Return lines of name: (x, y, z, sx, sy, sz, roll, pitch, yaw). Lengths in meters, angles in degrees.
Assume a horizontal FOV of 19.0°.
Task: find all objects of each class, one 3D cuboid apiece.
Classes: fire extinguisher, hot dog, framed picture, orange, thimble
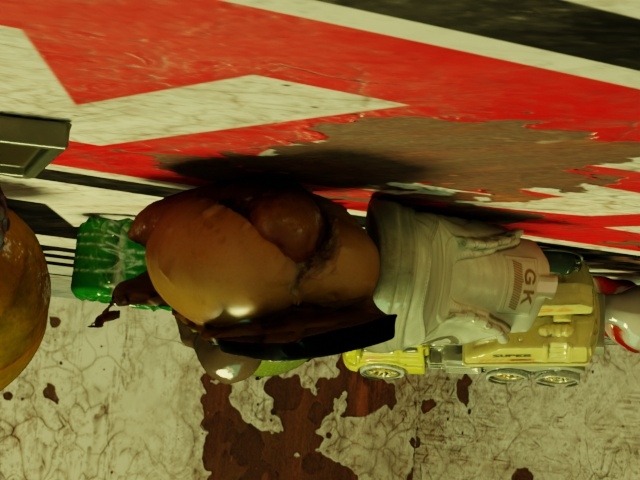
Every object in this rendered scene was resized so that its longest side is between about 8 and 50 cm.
fire extinguisher: (0.219, 0.018, 1.821, 0.083, 0.025, 0.038, 7, 152, -24)
hot dog: (-0.068, 0.006, 1.440, 0.194, 0.107, 0.326, -10, -169, -39)
framed picture: (-0.336, -0.075, 1.294, 0.315, 0.024, 0.232, 5, 175, -14)
orange: (-0.351, 0.056, 1.706, 0.240, 0.171, 0.240, -10, 143, -8)
thimble: (-0.189, 0.024, 1.928, 0.118, 0.090, 0.130, 5, 175, 15)

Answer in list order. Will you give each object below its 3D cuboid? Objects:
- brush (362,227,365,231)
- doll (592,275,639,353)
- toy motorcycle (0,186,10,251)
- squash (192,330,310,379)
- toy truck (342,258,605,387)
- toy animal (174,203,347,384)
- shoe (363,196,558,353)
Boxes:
brush: (0.000, 0.000, 1.858, 0.034, 0.027, 0.190, 2, 169, -17)
doll: (0.335, 0.078, 2.069, 0.188, 0.099, 0.384, 7, 178, -23)
toy motorcycle: (-0.402, 0.017, 1.460, 0.327, 0.188, 0.143, 5, -177, 3)
squash: (-0.049, 0.021, 2.163, 0.189, 0.189, 0.260, 6, 139, -13)
toy truck: (0.154, 0.071, 1.948, 0.272, 0.124, 0.157, 2, 160, 7)
toy animal: (-0.039, 0.038, 1.661, 0.094, 0.214, 0.186, 17, -159, -26)
shoe: (0.117, 0.034, 1.585, 0.159, 0.124, 0.316, 5, -179, 5)
